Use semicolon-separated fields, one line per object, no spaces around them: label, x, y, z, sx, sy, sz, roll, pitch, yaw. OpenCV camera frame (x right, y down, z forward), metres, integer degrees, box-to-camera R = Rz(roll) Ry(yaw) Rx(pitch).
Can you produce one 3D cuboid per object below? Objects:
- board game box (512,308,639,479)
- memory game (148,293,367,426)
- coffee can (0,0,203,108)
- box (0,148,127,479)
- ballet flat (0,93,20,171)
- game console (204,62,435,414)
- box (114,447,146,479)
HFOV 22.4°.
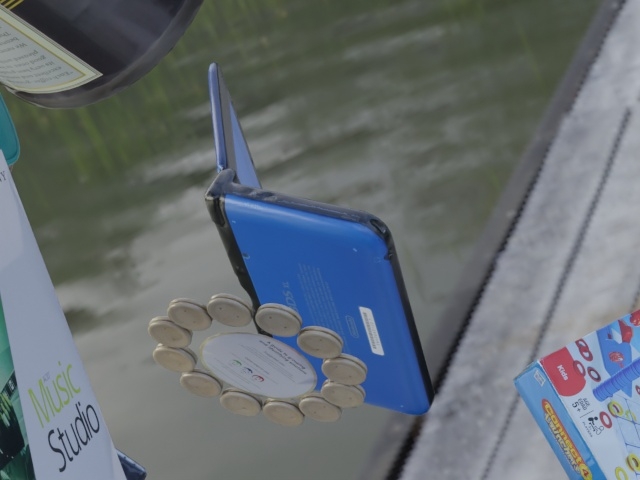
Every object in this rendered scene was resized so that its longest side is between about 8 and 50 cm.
board game box;0.428;0.219;1.849;0.302;0.308;0.086;-24;-14;-23
memory game;-0.051;0.097;1.302;0.186;0.186;0.012;-9;48;34
coffee can;-0.219;-0.226;0.989;0.202;0.275;0.201;-13;64;28
box;-0.225;0.108;1.117;0.058;0.322;0.232;-19;9;12
ballet flat;-0.367;-0.190;1.468;0.124;0.342;0.116;-26;-15;30
game console;0.000;0.000;1.540;0.250;0.293;0.173;13;56;24
box;-0.263;0.278;1.426;0.153;0.108;0.207;-42;18;55
